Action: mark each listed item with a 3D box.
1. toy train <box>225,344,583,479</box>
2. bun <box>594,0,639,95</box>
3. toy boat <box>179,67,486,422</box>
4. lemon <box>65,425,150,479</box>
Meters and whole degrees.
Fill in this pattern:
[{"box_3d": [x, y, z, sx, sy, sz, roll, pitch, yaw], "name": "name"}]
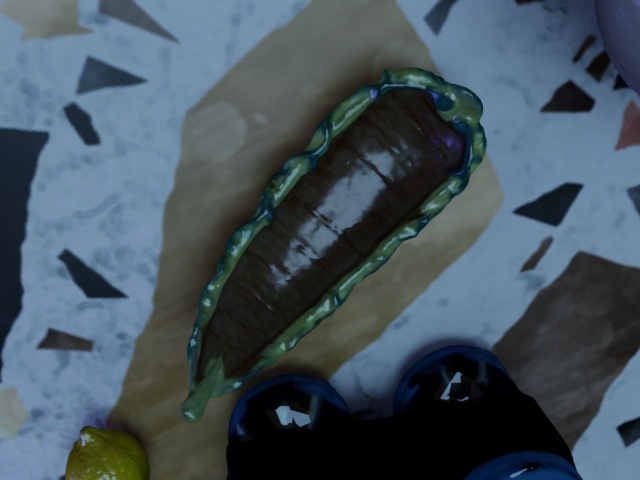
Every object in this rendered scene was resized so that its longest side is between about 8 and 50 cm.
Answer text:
[{"box_3d": [0.067, 0.239, 0.628, 0.300, 0.188, 0.265, -7, 116, -9], "name": "toy train"}, {"box_3d": [0.273, -0.235, 0.444, 0.365, 0.219, 0.365, -26, 141, -23], "name": "bun"}, {"box_3d": [-0.004, -0.001, 0.571, 0.108, 0.099, 0.293, 41, 92, -19], "name": "toy boat"}, {"box_3d": [-0.168, 0.182, 0.628, 0.065, 0.065, 0.092, -14, 114, -4], "name": "lemon"}]
